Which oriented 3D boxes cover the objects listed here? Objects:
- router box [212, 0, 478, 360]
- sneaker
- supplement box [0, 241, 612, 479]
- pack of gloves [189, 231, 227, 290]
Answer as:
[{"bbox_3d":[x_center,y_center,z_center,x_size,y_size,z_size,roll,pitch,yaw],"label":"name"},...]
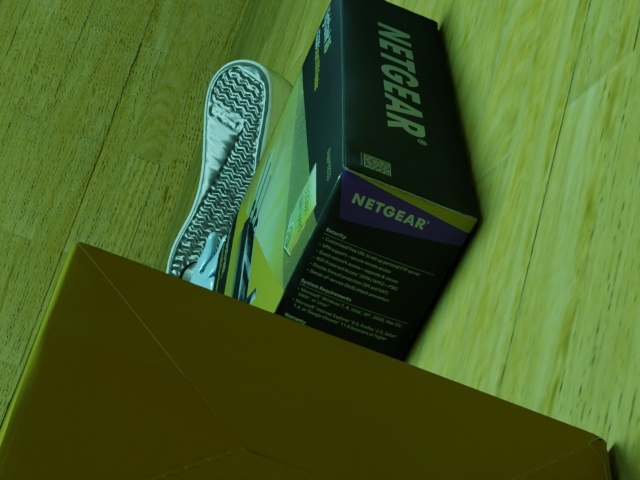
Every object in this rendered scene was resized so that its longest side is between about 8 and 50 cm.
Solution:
[{"bbox_3d":[0.000,0.000,0.846,0.309,0.081,0.243,-89,23,-62],"label":"router box"},{"bbox_3d":[-0.064,-0.018,1.256,0.123,0.106,0.290,11,-88,-65],"label":"sneaker"},{"bbox_3d":[-0.031,0.140,0.424,0.129,0.191,0.194,-84,19,-55],"label":"supplement box"},{"bbox_3d":[-0.097,0.121,1.158,0.232,0.046,0.195,-56,35,31],"label":"pack of gloves"}]
